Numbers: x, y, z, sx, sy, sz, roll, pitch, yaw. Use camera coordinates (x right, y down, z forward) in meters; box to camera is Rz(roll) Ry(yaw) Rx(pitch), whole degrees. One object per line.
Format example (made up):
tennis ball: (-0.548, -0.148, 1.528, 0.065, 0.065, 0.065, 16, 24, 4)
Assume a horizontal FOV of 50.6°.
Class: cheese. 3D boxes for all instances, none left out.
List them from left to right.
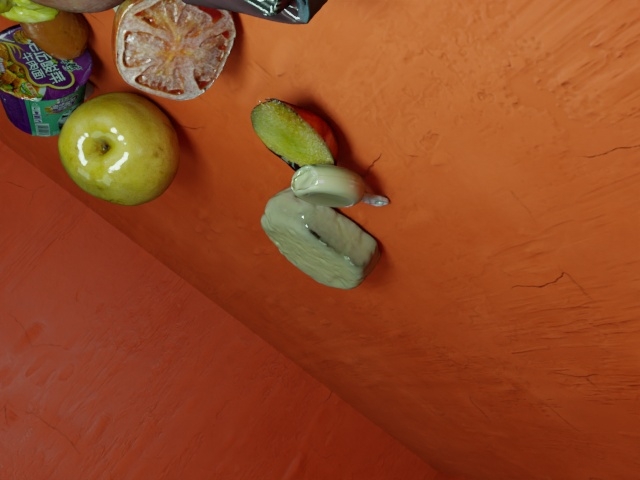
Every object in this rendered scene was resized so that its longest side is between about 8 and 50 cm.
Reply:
cheese: (0.000, 0.000, 1.724, 0.327, 0.115, 0.318, 15, 151, 40)
cheese: (0.050, -0.103, 1.408, 0.228, 0.064, 0.137, 12, 168, -37)

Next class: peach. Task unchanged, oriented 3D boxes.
peach: (-0.048, -0.223, 1.355, 0.189, 0.068, 0.279, 18, 160, 16)

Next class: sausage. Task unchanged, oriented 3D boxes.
sausage: (-0.633, -0.524, 1.549, 0.133, 0.133, 0.258, 22, 155, 32)

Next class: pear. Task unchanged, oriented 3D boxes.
pear: (-0.512, -0.233, 1.751, 0.314, 0.314, 0.314, 30, 159, 13)

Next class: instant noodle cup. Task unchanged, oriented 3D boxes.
instant noodle cup: (-0.708, -0.395, 1.721, 0.251, 0.251, 0.190, 35, 147, 3)

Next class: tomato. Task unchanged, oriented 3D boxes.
tomato: (-0.271, -0.375, 1.240, 0.236, 0.237, 0.095, 65, -179, -52)

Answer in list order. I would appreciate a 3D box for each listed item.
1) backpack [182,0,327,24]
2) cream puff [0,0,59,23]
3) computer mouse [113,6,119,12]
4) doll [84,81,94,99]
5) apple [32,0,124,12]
backpack: (-0.131, -0.440, 0.860, 0.284, 0.197, 0.317, 18, 153, 23)
cream puff: (-0.620, -0.533, 1.209, 0.276, 0.378, 0.378, -34, 114, 29)
computer mouse: (-0.331, -0.444, 1.318, 0.145, 0.082, 0.236, 24, 154, 28)
doll: (-0.701, -0.462, 1.880, 0.160, 0.059, 0.161, 44, 157, -18)
apple: (-0.376, -0.477, 1.009, 0.306, 0.305, 0.235, 24, 154, 27)
